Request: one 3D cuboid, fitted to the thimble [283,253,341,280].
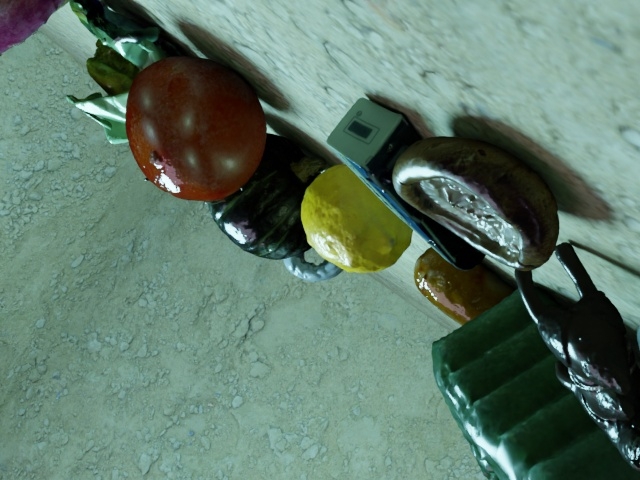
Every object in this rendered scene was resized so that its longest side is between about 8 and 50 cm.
[{"bbox_3d":[0.000,0.003,1.371,0.127,0.151,0.118,27,180,6],"label":"thimble"}]

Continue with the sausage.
[{"bbox_3d":[0.241,0.109,0.925,0.302,0.076,0.103,37,176,-20],"label":"sausage"}]

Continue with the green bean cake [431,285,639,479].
[{"bbox_3d":[0.264,0.238,0.755,0.300,0.169,0.308,58,180,-28],"label":"green bean cake"}]

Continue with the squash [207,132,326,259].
[{"bbox_3d":[-0.069,-0.062,1.008,0.193,0.156,0.193,21,-136,-21],"label":"squash"}]

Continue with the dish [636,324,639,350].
[{"bbox_3d":[0.296,0.127,0.495,0.182,0.080,0.243,35,178,16],"label":"dish"}]

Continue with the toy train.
[{"bbox_3d":[0.087,-0.036,0.638,0.051,0.052,0.234,38,180,38],"label":"toy train"}]

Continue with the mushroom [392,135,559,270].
[{"bbox_3d":[0.105,-0.029,0.491,0.123,0.052,0.123,33,170,7],"label":"mushroom"}]

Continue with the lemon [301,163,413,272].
[{"bbox_3d":[0.036,-0.025,0.805,0.114,0.114,0.155,38,-178,-33],"label":"lemon"}]

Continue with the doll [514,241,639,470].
[{"bbox_3d":[0.206,0.099,0.532,0.139,0.057,0.165,57,-172,-35],"label":"doll"}]

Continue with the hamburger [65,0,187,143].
[{"bbox_3d":[-0.244,-0.198,1.005,0.276,0.150,0.261,39,175,-37],"label":"hamburger"}]

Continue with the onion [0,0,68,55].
[{"bbox_3d":[-0.386,-0.272,0.723,0.272,0.230,0.256,47,171,-35],"label":"onion"}]

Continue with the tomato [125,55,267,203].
[{"bbox_3d":[-0.143,-0.133,0.843,0.167,0.167,0.167,36,178,2],"label":"tomato"}]
